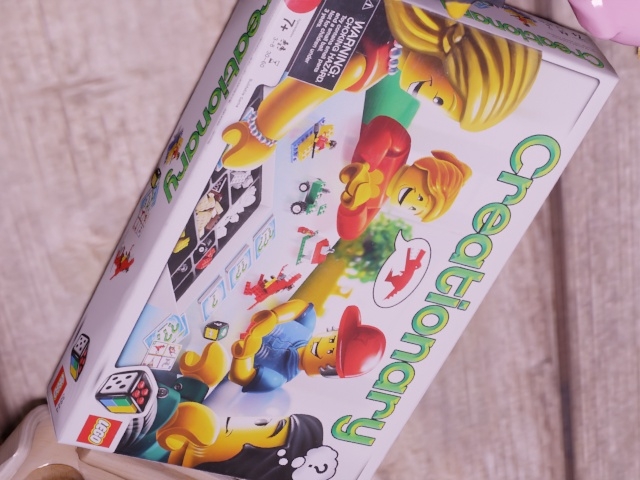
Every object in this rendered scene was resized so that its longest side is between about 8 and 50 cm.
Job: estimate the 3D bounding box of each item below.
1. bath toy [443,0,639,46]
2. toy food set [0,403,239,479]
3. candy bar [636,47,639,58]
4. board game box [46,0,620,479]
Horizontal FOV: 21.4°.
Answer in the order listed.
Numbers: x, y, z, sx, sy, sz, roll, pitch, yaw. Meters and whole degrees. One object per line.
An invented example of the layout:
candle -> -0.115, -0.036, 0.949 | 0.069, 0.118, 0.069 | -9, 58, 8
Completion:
bath toy -> 0.141, -0.148, 0.784 | 0.348, 0.129, 0.151 | 11, 163, -15
toy food set -> -0.119, 0.241, 1.019 | 0.306, 0.092, 0.219 | 30, 111, -32
candy bar -> 0.183, -0.165, 0.869 | 0.040, 0.018, 0.161 | -12, 127, -7
board game box -> 0.000, 0.000, 0.908 | 0.193, 0.053, 0.305 | 15, 119, -27
